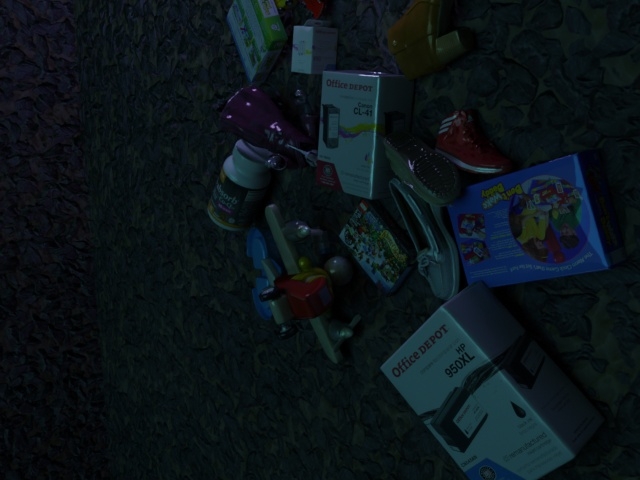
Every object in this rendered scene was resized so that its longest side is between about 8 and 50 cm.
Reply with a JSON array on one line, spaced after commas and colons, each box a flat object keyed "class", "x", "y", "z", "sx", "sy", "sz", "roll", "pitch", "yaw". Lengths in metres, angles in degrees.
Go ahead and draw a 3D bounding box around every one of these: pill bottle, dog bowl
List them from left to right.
[{"class": "pill bottle", "x": -0.250, "y": -0.177, "z": 2.226, "sx": 0.162, "sy": 0.162, "sz": 0.278, "roll": 52, "pitch": 134, "yaw": 30}, {"class": "dog bowl", "x": -0.163, "y": 0.101, "z": 2.231, "sx": 0.166, "sy": 0.074, "sz": 0.297, "roll": 0, "pitch": 99, "yaw": 63}]

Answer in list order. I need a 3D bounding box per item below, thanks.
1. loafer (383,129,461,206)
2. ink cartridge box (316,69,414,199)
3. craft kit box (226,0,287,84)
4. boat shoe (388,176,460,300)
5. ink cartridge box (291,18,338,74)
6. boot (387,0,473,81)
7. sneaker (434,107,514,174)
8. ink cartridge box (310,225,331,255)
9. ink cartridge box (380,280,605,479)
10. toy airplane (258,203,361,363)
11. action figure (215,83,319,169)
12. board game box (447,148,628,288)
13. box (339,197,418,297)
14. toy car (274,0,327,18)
[{"class": "loafer", "x": 0.237, "y": -0.158, "z": 1.612, "sx": 0.092, "sy": 0.102, "sz": 0.268, "roll": 76, "pitch": 167, "yaw": -45}, {"class": "ink cartridge box", "x": 0.109, "y": -0.277, "z": 1.796, "sx": 0.226, "sy": 0.131, "sz": 0.306, "roll": 20, "pitch": 114, "yaw": 47}, {"class": "craft kit box", "x": -0.197, "y": -0.642, "z": 2.101, "sx": 0.250, "sy": 0.061, "sz": 0.246, "roll": 70, "pitch": 157, "yaw": 11}, {"class": "boat shoe", "x": 0.251, "y": -0.007, "z": 1.679, "sx": 0.118, "sy": 0.103, "sz": 0.320, "roll": 142, "pitch": 115, "yaw": -73}, {"class": "ink cartridge box", "x": -0.015, "y": -0.533, "z": 1.919, "sx": 0.090, "sy": 0.092, "sz": 0.143, "roll": 21, "pitch": 112, "yaw": 47}, {"class": "boot", "x": 0.230, "y": -0.534, "z": 1.614, "sx": 0.211, "sy": 0.104, "sz": 0.295, "roll": -11, "pitch": 94, "yaw": 50}, {"class": "sneaker", "x": 0.342, "y": -0.226, "z": 1.561, "sx": 0.221, "sy": 0.087, "sz": 0.128, "roll": 24, "pitch": 117, "yaw": 44}, {"class": "ink cartridge box", "x": 0.000, "y": 0.000, "z": 2.066, "sx": 0.048, "sy": 0.028, "sz": 0.083, "roll": -12, "pitch": 89, "yaw": 51}, {"class": "ink cartridge box", "x": 0.363, "y": 0.334, "z": 1.539, "sx": 0.395, "sy": 0.166, "sz": 0.285, "roll": 50, "pitch": 134, "yaw": 16}, {"class": "toy airplane", "x": -0.036, "y": 0.127, "z": 1.998, "sx": 0.386, "sy": 0.272, "sz": 0.384, "roll": 71, "pitch": 173, "yaw": -55}, {"class": "action figure", "x": -0.125, "y": -0.289, "z": 2.029, "sx": 0.370, "sy": 0.248, "sz": 0.275, "roll": 35, "pitch": 163, "yaw": 12}, {"class": "board game box", "x": 0.441, "y": -0.033, "z": 1.479, "sx": 0.347, "sy": 0.078, "sz": 0.233, "roll": -15, "pitch": 89, "yaw": 51}, {"class": "box", "x": 0.157, "y": 0.013, "z": 1.867, "sx": 0.233, "sy": 0.044, "sz": 0.159, "roll": 53, "pitch": 134, "yaw": 28}, {"class": "toy car", "x": -0.048, "y": -0.739, "z": 1.944, "sx": 0.239, "sy": 0.053, "sz": 0.225, "roll": 23, "pitch": 115, "yaw": 45}]
